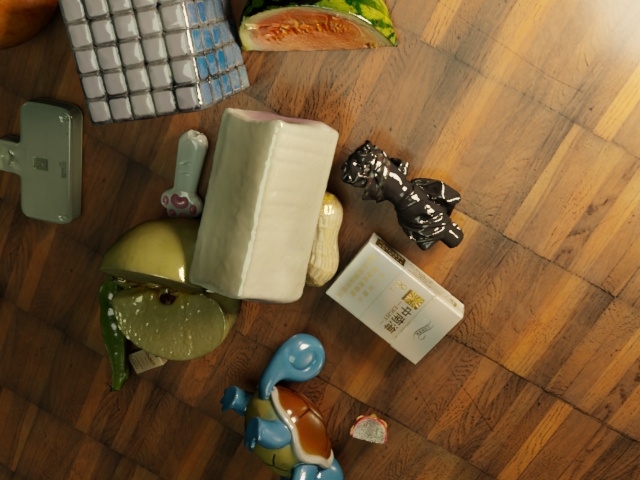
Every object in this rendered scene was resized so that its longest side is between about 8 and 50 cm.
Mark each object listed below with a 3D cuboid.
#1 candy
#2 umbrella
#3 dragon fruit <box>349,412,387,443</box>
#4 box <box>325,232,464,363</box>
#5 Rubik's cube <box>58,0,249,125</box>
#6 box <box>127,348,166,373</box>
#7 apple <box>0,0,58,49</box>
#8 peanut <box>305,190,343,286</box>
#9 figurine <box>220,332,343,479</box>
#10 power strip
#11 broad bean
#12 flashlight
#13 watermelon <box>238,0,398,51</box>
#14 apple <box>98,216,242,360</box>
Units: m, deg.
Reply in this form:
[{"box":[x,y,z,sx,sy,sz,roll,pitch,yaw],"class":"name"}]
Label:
[{"box":[-0.101,-0.060,1.366,0.145,0.208,0.359,19,100,34],"class":"candy"},{"box":[0.165,-0.084,1.398,0.272,0.122,0.110,38,158,-6],"class":"umbrella"},{"box":[0.109,0.415,1.629,0.083,0.056,0.060,11,90,3],"class":"dragon fruit"},{"box":[0.153,0.120,1.496,0.243,0.067,0.155,38,116,-1],"class":"box"},{"box":[-0.294,-0.357,1.339,0.238,0.237,0.237,-6,107,16],"class":"Rubik's cube"},{"box":[-0.409,0.278,1.727,0.083,0.024,0.053,-21,103,20],"class":"box"},{"box":[-0.657,-0.500,1.363,0.298,0.275,0.299,3,109,8],"class":"apple"},{"box":[0.000,0.000,1.480,0.087,0.087,0.207,11,112,10],"class":"peanut"},{"box":[-0.086,0.417,1.609,0.298,0.242,0.417,17,120,56],"class":"figurine"},{"box":[-0.615,-0.177,1.587,0.193,0.059,0.265,12,113,6],"class":"power strip"},{"box":[-0.484,0.225,1.701,0.098,0.056,0.318,24,116,32],"class":"broad bean"},{"box":[-0.278,-0.133,1.523,0.093,0.047,0.200,19,115,7],"class":"flashlight"},{"box":[-0.019,-0.413,1.304,0.303,0.128,0.159,3,111,14],"class":"watermelon"},{"box":[-0.297,0.078,1.509,0.257,0.233,0.295,4,130,30],"class":"apple"}]
